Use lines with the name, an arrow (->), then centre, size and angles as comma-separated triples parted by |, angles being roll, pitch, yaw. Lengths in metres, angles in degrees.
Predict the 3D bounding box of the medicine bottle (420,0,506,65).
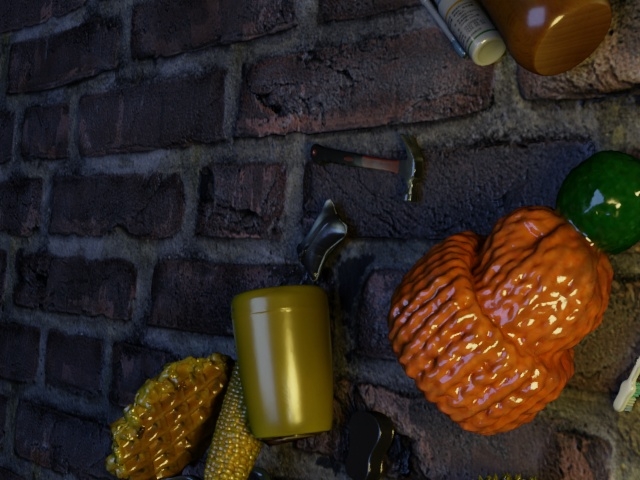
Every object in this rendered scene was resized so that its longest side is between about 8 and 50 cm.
medicine bottle -> 0.217, -0.359, 1.740 | 0.092, 0.061, 0.220 | 108, 144, -46

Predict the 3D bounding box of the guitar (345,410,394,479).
guitar -> 0.068, 0.423, 1.843 | 0.084, 0.038, 0.271 | 14, 97, 52

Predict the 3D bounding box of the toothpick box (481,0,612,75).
toothpick box -> 0.280, -0.381, 1.568 | 0.192, 0.192, 0.294 | -55, 54, 32

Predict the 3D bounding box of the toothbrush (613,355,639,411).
toothbrush -> 0.453, 0.093, 1.412 | 0.030, 0.030, 0.304 | 40, 116, 46

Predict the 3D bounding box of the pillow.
pillow -> 0.002, 0.001, 1.964 | 0.135, 0.055, 0.091 | -56, 15, 27

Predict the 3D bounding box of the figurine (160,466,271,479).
figurine -> -0.173, 0.496, 2.045 | 0.265, 0.193, 0.140 | -35, 30, 22

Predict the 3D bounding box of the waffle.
waffle -> -0.272, 0.345, 2.063 | 0.068, 0.302, 0.325 | 38, 105, 31

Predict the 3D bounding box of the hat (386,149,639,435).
hat -> 0.305, 0.075, 1.466 | 0.400, 0.285, 0.285 | -33, 59, 22

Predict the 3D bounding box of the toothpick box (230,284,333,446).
toothpick box -> -0.061, 0.222, 1.923 | 0.175, 0.175, 0.271 | -17, 76, 49

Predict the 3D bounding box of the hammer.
hammer -> 0.076, -0.138, 1.904 | 0.288, 0.033, 0.111 | 13, 97, 51

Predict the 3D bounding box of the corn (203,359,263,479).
corn -> -0.136, 0.321, 2.005 | 0.101, 0.101, 0.310 | -22, 46, 48

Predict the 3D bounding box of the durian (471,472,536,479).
durian -> 0.257, 0.438, 1.494 | 0.176, 0.200, 0.237 | 143, 137, -75
